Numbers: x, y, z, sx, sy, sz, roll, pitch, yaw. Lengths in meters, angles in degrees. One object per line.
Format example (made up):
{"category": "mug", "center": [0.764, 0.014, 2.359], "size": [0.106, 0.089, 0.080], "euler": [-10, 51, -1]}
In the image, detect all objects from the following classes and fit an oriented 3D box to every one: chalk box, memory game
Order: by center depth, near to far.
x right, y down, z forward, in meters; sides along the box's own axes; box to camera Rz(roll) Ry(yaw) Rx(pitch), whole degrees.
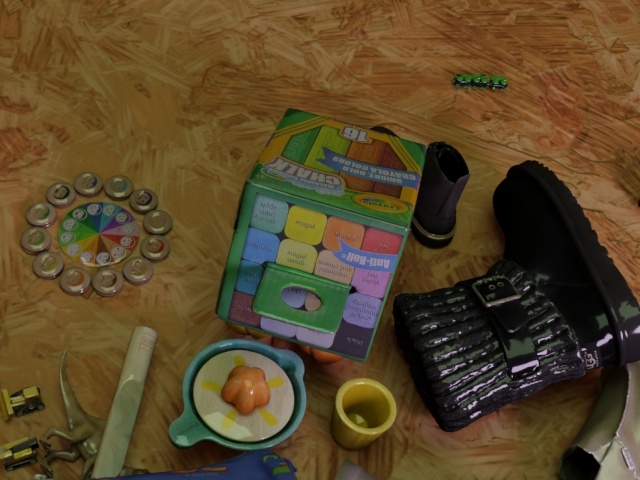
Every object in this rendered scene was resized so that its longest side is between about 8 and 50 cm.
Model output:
{"category": "chalk box", "center": [0.000, 0.000, 1.128], "size": [0.180, 0.179, 0.289], "euler": [16, 28, 1]}
{"category": "memory game", "center": [-0.274, -0.010, 1.252], "size": [0.186, 0.012, 0.186], "euler": [5, 54, -7]}

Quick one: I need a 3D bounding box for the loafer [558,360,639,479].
{"category": "loafer", "center": [0.318, 0.233, 1.130], "size": [0.092, 0.102, 0.268], "euler": [19, 55, -3]}

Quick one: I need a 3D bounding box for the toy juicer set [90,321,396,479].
{"category": "toy juicer set", "center": [-0.093, 0.138, 1.115], "size": [0.329, 0.089, 0.209], "euler": [-3, 55, -18]}

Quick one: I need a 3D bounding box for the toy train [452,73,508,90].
{"category": "toy train", "center": [0.234, -0.234, 1.495], "size": [0.083, 0.017, 0.023], "euler": [3, 45, -7]}

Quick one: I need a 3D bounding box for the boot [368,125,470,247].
{"category": "boot", "center": [0.127, -0.107, 1.313], "size": [0.077, 0.137, 0.198], "euler": [-24, 61, -23]}

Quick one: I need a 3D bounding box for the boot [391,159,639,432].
{"category": "boot", "center": [0.204, 0.052, 1.223], "size": [0.260, 0.131, 0.348], "euler": [-19, 38, 1]}

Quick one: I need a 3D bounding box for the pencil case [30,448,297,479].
{"category": "pencil case", "center": [-0.160, 0.282, 0.999], "size": [0.306, 0.119, 0.133], "euler": [-5, 79, -14]}

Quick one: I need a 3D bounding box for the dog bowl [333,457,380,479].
{"category": "dog bowl", "center": [0.010, 0.364, 0.846], "size": [0.102, 0.349, 0.348], "euler": [19, 54, 7]}

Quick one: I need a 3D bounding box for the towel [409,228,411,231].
{"category": "towel", "center": [0.073, -0.033, 1.322], "size": [0.060, 0.009, 0.083], "euler": [-29, 65, -12]}

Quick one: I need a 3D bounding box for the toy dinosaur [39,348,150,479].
{"category": "toy dinosaur", "center": [-0.254, 0.212, 1.087], "size": [0.093, 0.053, 0.183], "euler": [-27, 70, -43]}

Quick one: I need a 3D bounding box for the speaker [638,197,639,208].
{"category": "speaker", "center": [0.507, -0.043, 1.386], "size": [0.136, 0.055, 0.055], "euler": [24, 55, 7]}

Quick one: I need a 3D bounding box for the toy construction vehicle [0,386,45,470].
{"category": "toy construction vehicle", "center": [-0.338, 0.199, 1.080], "size": [0.098, 0.035, 0.086], "euler": [-13, 58, -18]}
